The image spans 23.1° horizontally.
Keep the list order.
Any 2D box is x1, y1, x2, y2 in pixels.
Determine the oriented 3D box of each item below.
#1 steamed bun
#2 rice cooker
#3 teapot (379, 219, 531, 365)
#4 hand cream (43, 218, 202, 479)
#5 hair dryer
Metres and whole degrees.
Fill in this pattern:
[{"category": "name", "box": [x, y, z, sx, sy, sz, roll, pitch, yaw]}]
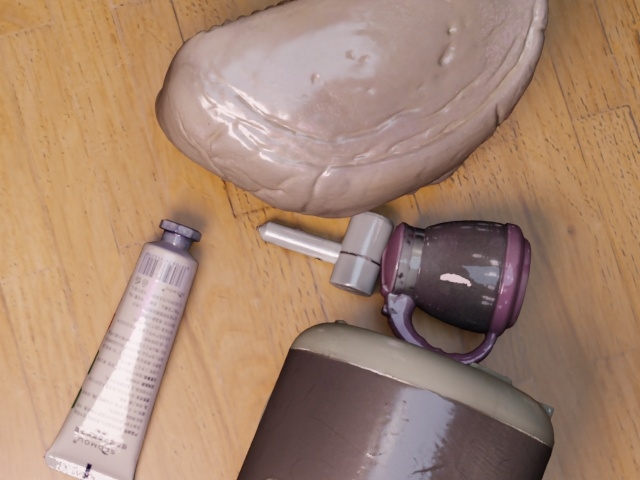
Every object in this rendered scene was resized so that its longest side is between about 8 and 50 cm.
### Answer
[{"category": "steamed bun", "box": [0.046, -0.149, 1.536, 0.383, 0.247, 0.236, -29, 92, -15]}, {"category": "rice cooker", "box": [0.060, 0.238, 1.473, 0.288, 0.288, 0.277, 21, 82, 0]}, {"category": "teapot", "box": [0.130, 0.045, 1.585, 0.146, 0.116, 0.148, 11, 106, 0]}, {"category": "hand cream", "box": [-0.188, 0.113, 1.583, 0.095, 0.059, 0.276, 21, 86, -2]}, {"category": "hair dryer", "box": [0.000, 0.000, 1.615, 0.137, 0.047, 0.082, 17, 80, 6]}]
